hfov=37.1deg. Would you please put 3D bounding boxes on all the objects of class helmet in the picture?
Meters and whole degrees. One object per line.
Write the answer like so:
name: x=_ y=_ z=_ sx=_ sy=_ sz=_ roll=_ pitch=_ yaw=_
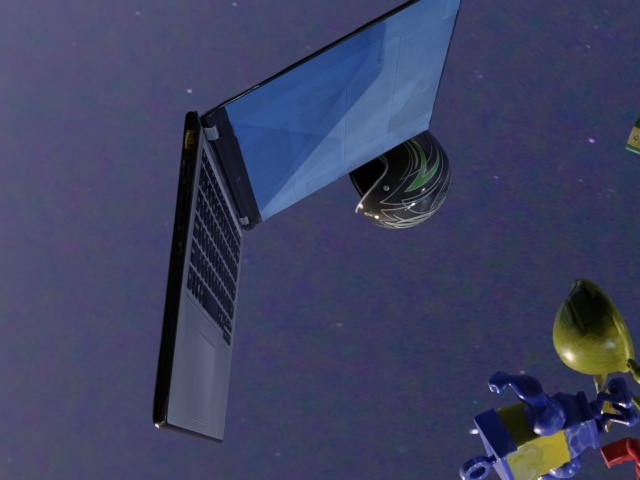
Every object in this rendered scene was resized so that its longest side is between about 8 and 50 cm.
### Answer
helmet: x=0.127 y=-0.100 z=1.531 sx=0.169 sy=0.169 sz=0.161 roll=-31 pitch=-115 yaw=30

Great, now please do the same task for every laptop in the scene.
laptop: x=0.000 y=0.000 z=0.959 sx=0.236 sy=0.382 sz=0.408 roll=4 pitch=-104 yaw=3

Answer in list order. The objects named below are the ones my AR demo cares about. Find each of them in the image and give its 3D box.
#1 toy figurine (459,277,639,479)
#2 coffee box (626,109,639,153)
toy figurine: x=0.258 y=0.227 z=1.061 sx=0.217 sy=0.362 sz=0.191 roll=-23 pitch=-132 yaw=4
coffee box: x=0.454 y=-0.148 z=1.140 sx=0.040 sy=0.184 sz=0.113 roll=40 pitch=-61 yaw=49
